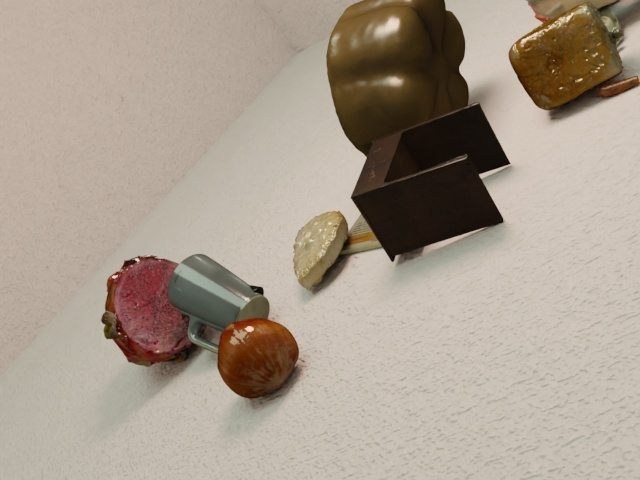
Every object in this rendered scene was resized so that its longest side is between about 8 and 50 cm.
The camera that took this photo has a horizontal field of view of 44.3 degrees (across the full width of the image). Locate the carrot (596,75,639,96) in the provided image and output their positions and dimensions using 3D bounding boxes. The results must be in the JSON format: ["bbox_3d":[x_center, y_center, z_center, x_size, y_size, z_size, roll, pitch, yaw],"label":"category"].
[{"bbox_3d":[0.671,-0.347,1.778,0.093,0.032,0.032,-14,31,36],"label":"carrot"}]

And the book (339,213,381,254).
[{"bbox_3d":[0.174,-0.078,2.037,0.208,0.020,0.295,-12,33,48],"label":"book"}]

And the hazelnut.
[{"bbox_3d":[-0.142,0.247,1.695,0.182,0.182,0.182,-32,22,15],"label":"hazelnut"}]

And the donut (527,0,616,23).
[{"bbox_3d":[0.744,-0.695,2.119,0.383,0.142,0.382,-22,9,4],"label":"donut"}]

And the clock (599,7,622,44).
[{"bbox_3d":[0.698,-0.516,2.027,0.152,0.062,0.191,-28,24,26],"label":"clock"}]

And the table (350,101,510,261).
[{"bbox_3d":[0.256,-0.134,1.772,0.282,0.196,0.250,-19,29,29],"label":"table"}]

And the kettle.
[{"bbox_3d":[-0.265,0.173,1.997,0.243,0.160,0.210,26,82,35],"label":"kettle"}]

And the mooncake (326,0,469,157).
[{"bbox_3d":[0.227,-0.446,2.133,0.262,0.467,0.467,-5,37,32],"label":"mooncake"}]

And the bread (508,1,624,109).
[{"bbox_3d":[0.592,-0.437,1.855,0.246,0.195,0.176,-26,7,30],"label":"bread"}]

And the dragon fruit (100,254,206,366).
[{"bbox_3d":[-0.466,0.218,2.179,0.263,0.314,0.296,-37,39,52],"label":"dragon fruit"}]

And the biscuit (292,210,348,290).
[{"bbox_3d":[0.000,0.000,2.031,0.179,0.084,0.281,-46,17,16],"label":"biscuit"}]
